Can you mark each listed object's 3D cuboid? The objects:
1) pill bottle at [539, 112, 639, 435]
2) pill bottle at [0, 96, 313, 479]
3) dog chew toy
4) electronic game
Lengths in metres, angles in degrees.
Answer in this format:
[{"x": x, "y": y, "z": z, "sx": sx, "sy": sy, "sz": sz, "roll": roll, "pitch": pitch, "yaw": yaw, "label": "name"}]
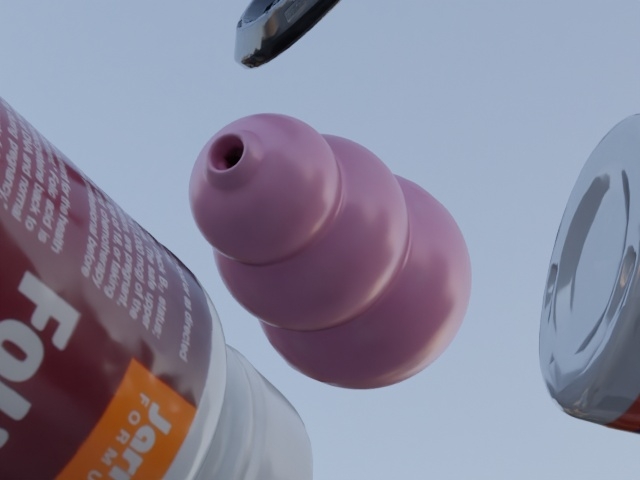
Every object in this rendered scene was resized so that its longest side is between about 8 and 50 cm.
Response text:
[{"x": 0.183, "y": 0.029, "z": 0.533, "sx": 0.193, "sy": 0.108, "sz": 0.108, "roll": 13, "pitch": -42, "yaw": -8, "label": "pill bottle"}, {"x": -0.189, "y": 0.051, "z": 0.772, "sx": 0.224, "sy": 0.224, "sz": 0.392, "roll": -16, "pitch": -45, "yaw": 33, "label": "pill bottle"}, {"x": 0.000, "y": 0.000, "z": 1.367, "sx": 0.207, "sy": 0.206, "sz": 0.332, "roll": -8, "pitch": -30, "yaw": 27, "label": "dog chew toy"}, {"x": 0.007, "y": -0.238, "z": 1.357, "sx": 0.048, "sy": 0.229, "sz": 0.229, "roll": 43, "pitch": -47, "yaw": -15, "label": "electronic game"}]
